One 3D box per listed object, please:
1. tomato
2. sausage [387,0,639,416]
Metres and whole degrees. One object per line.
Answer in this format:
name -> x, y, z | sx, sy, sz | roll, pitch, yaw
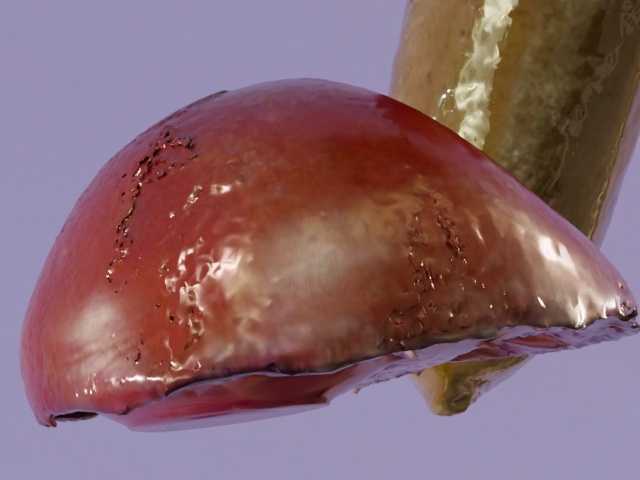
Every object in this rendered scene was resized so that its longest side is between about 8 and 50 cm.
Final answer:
tomato -> 0.000, 0.000, 0.553 | 0.189, 0.173, 0.099 | -8, -97, -33
sausage -> 0.110, -0.160, 0.799 | 0.123, 0.136, 0.501 | 13, -69, 1
